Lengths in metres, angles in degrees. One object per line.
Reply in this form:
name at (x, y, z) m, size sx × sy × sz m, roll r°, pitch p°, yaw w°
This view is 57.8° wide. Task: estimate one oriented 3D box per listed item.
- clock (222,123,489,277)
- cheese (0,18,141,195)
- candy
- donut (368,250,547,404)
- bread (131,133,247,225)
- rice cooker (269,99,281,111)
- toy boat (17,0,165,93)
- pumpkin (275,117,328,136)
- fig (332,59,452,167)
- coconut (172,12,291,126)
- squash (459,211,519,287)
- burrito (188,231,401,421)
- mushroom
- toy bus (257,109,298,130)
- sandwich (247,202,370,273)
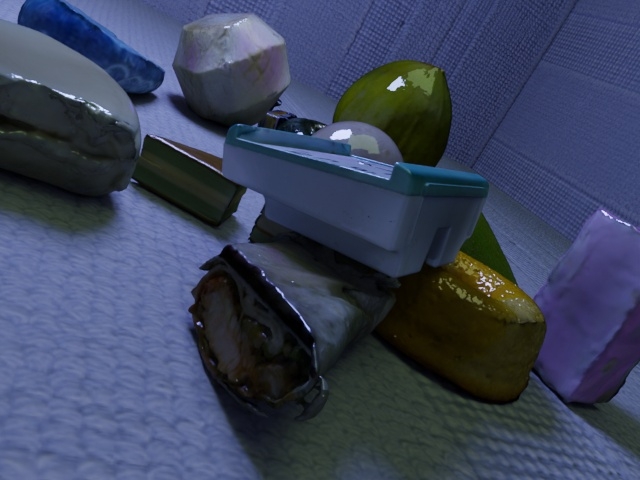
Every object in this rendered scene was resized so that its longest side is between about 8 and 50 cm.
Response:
clock at (0.047, -0.051, 0.682) m, size 0.231 × 0.116 × 0.262 m, roll 20°, pitch 12°, yaw 29°
cheese at (-0.327, -0.145, 0.615) m, size 0.266 × 0.127 × 0.233 m, roll 11°, pitch 26°, yaw -42°
candy at (0.416, 0.102, 0.863) m, size 0.115 × 0.265 × 0.155 m, roll 12°, pitch 25°, yaw -34°
donut at (0.185, 0.085, 0.806) m, size 0.303 × 0.110 × 0.303 m, roll 26°, pitch 17°, yaw -9°
bread at (-0.173, -0.088, 0.783) m, size 0.139 × 0.074 × 0.084 m, roll 27°, pitch 18°, yaw -1°
rice cooker at (-0.182, -0.408, 1.558) m, size 0.142 × 0.118 × 0.203 m, roll 33°, pitch 22°, yaw 13°
toy boat at (-0.424, -0.338, 1.065) m, size 0.215 × 0.123 × 0.330 m, roll 37°, pitch 7°, yaw -2°
pumpkin at (-0.018, -0.180, 1.186) m, size 0.167 × 0.125 × 0.167 m, roll 37°, pitch 14°, yaw -11°
fig at (0.205, -0.330, 1.583) m, size 0.343 × 0.343 × 0.343 m, roll 26°, pitch 18°, yaw -9°
coconut at (-0.189, -0.362, 1.264) m, size 0.259 × 0.259 × 0.259 m, roll 26°, pitch 18°, yaw -9°
squash at (0.262, 0.064, 1.106) m, size 0.289 × 0.203 × 0.111 m, roll 62°, pitch 9°, yaw -18°
burrito at (-0.028, 0.059, 0.567) m, size 0.175 × 0.107 × 0.348 m, roll 17°, pitch 13°, yaw 14°
mushroom at (0.045, -0.106, 1.037) m, size 0.204 × 0.204 × 0.204 m, roll 26°, pitch 18°, yaw -9°
toy bus at (-0.109, -0.305, 1.497) m, size 0.072 × 0.057 × 0.172 m, roll 21°, pitch 17°, yaw 4°
sandwich at (0.000, 0.000, 0.795) m, size 0.163 × 0.079 × 0.113 m, roll 31°, pitch 19°, yaw 8°
